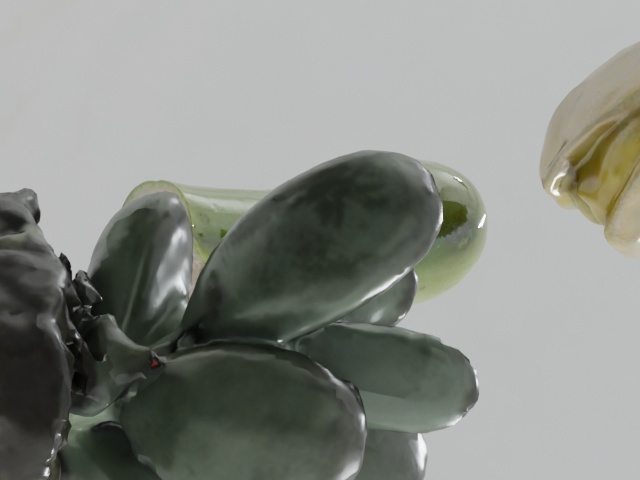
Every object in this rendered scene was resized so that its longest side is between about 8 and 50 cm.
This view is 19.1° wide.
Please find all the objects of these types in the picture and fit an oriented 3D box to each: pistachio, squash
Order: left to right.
[{"bbox_3d":[0.000,0.000,1.019,0.250,0.083,0.083,-5,-135,-47],"label":"squash"},{"bbox_3d":[0.202,-0.065,1.009,0.200,0.145,0.117,-12,-130,-36],"label":"pistachio"}]

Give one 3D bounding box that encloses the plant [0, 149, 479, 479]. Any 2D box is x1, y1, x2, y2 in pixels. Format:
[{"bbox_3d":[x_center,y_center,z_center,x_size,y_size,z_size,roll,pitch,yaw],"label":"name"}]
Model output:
[{"bbox_3d":[-0.082,0.052,0.680,0.274,0.146,0.149,-8,-134,-16],"label":"plant"}]
